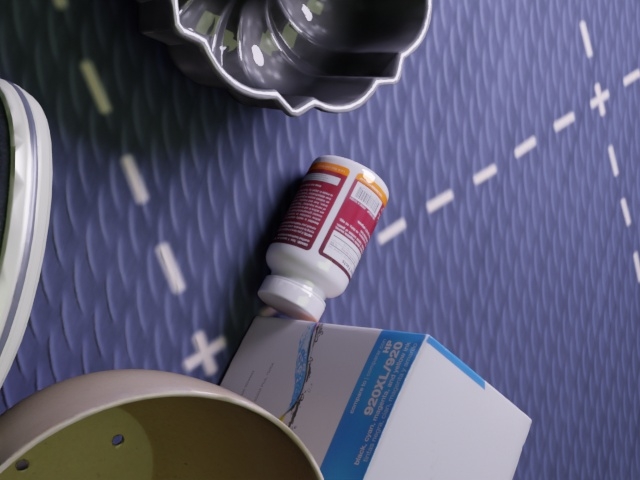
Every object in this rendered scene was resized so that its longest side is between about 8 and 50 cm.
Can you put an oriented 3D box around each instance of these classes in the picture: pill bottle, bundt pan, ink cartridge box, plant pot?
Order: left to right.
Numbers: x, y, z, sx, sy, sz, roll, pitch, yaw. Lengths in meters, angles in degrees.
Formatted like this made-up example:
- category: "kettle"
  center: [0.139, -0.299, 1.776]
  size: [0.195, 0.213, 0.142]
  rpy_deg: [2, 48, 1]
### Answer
- category: "plant pot"
  center: [-0.159, 0.211, 0.651]
  size: [0.284, 0.191, 0.284]
  rpy_deg: [-8, 107, -28]
- category: "bundt pan"
  center: [-0.050, -0.270, 0.784]
  size: [0.331, 0.124, 0.330]
  rpy_deg: [-3, 94, -41]
- category: "pill bottle"
  center: [0.000, 0.000, 0.863]
  size: [0.086, 0.086, 0.152]
  rpy_deg: [40, 68, -34]
- category: "ink cartridge box"
  center: [0.029, 0.184, 0.800]
  size: [0.171, 0.233, 0.168]
  rpy_deg: [40, 66, -34]

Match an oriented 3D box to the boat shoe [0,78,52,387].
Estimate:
- category: "boat shoe"
  center: [-0.324, 0.105, 0.539]
  size: [0.156, 0.187, 0.500]
  rpy_deg: [37, 74, -41]
